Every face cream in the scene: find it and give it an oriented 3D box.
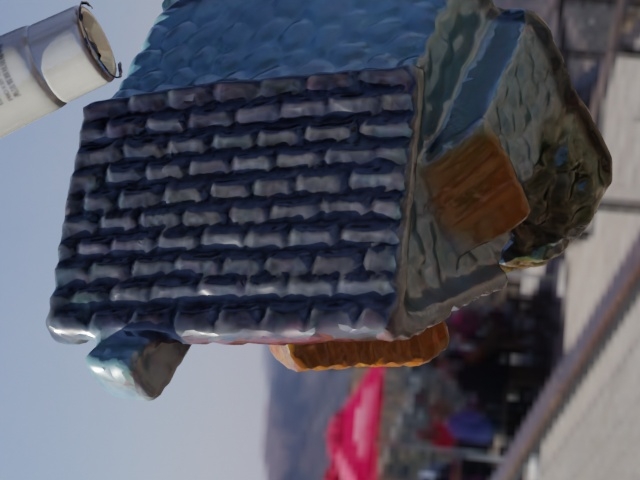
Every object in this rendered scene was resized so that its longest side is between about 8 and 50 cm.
[{"bbox_3d":[-0.254,-0.089,1.138,0.058,0.244,0.092,28,-140,-73],"label":"face cream"}]

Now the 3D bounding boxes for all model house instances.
[{"bbox_3d":[0.000,0.000,1.301,0.339,0.360,0.297,-60,-42,-41],"label":"model house"}]
